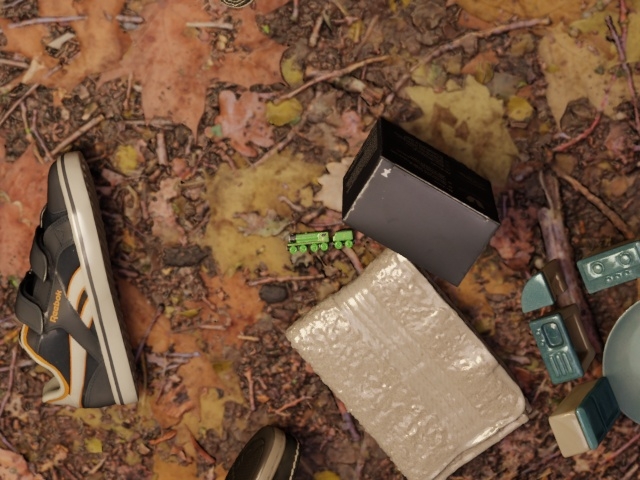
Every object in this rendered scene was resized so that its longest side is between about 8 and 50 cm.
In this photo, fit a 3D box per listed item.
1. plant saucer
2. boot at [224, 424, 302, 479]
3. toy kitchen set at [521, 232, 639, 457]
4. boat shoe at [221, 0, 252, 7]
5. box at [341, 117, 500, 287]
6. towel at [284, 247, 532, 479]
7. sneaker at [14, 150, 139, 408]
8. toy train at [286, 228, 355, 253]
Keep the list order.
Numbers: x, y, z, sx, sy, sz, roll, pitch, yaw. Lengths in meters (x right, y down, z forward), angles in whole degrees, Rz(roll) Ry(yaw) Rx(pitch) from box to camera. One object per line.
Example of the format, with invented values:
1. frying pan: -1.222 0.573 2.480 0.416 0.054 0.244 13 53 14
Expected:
1. plant saucer: 0.435 0.139 2.080 0.195 0.037 0.195 0 111 1
2. boot: -0.008 0.430 2.140 0.284 0.138 0.377 16 101 -10
3. toy kitchen set: 0.332 0.118 1.989 0.166 0.122 0.207 -20 96 28
4. boat shoe: -0.070 -0.359 1.890 0.081 0.069 0.228 18 109 -5
5. box: 0.111 -0.045 1.954 0.156 0.158 0.093 30 108 -9
6. towel: 0.110 0.159 2.086 0.187 0.049 0.282 -38 105 12
7. sneaker: -0.300 0.057 2.013 0.127 0.126 0.321 -9 111 -2
8. toy train: 0.000 0.000 2.047 0.083 0.017 0.024 -6 100 3
